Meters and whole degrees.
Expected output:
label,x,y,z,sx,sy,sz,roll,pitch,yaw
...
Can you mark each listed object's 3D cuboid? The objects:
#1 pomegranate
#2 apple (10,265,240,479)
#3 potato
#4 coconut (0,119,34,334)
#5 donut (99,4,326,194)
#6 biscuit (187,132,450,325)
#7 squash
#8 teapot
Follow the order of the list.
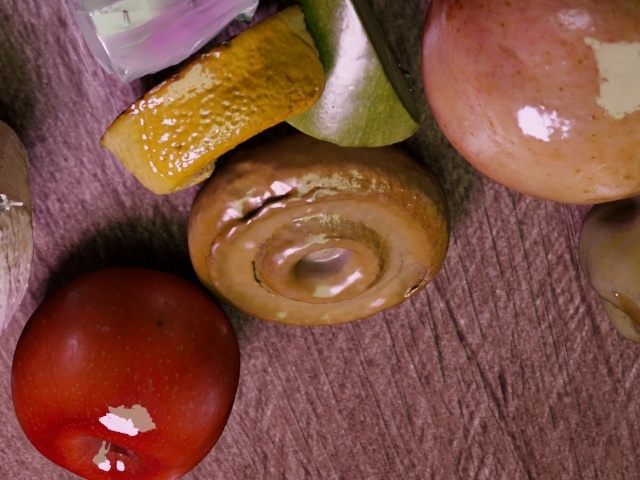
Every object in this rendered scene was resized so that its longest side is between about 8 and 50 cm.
label,x,y,z,sx,sy,sz,roll,pitch,yaw
pomegranate,0.225,-0.198,1.264,0.338,0.338,0.338,-3,134,-4
apple,-0.222,0.155,1.599,0.260,0.217,0.260,6,146,4
potato,0.429,-0.012,1.531,0.218,0.202,0.351,28,134,-14
coconut,-0.431,0.007,1.401,0.297,0.297,0.255,7,121,-14
donut,-0.123,-0.120,1.365,0.259,0.152,0.101,-30,90,39
biscuit,0.000,0.000,1.551,0.296,0.102,0.296,-3,143,-2
squash,0.044,-0.212,1.376,0.169,0.093,0.252,6,133,-9
teapot,-0.153,-0.272,1.285,0.178,0.222,0.163,-22,173,-2
